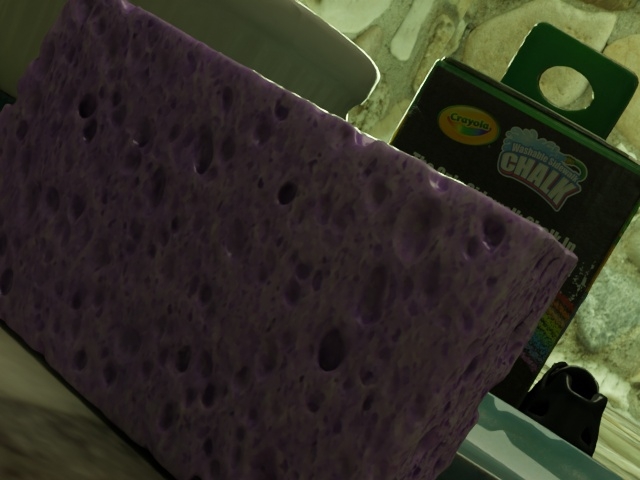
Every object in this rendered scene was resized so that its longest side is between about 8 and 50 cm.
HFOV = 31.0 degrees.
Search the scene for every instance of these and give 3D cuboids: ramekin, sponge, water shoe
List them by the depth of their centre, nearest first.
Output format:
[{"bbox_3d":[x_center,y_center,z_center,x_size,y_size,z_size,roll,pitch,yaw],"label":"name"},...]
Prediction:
[{"bbox_3d":[-0.037,0.004,0.368,0.210,0.117,0.031,33,4,36],"label":"sponge"},{"bbox_3d":[-0.109,-0.120,0.759,0.272,0.127,0.273,29,2,-1],"label":"ramekin"},{"bbox_3d":[0.185,0.134,0.869,0.073,0.080,0.203,32,2,8],"label":"water shoe"}]

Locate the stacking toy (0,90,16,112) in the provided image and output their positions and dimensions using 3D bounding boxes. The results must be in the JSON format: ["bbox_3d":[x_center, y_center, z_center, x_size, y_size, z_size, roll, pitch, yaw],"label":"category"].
[{"bbox_3d":[-0.180,-0.056,0.748,0.221,0.052,0.167,28,2,-26],"label":"stacking toy"}]

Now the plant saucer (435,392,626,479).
[{"bbox_3d":[0.076,0.106,0.560,0.317,0.044,0.317,31,3,-2],"label":"plant saucer"}]

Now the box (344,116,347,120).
[{"bbox_3d":[-0.080,-0.117,1.124,0.168,0.167,0.203,31,-18,7],"label":"box"}]

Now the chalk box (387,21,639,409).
[{"bbox_3d":[0.131,-0.020,0.891,0.180,0.289,0.179,31,2,7],"label":"chalk box"}]
